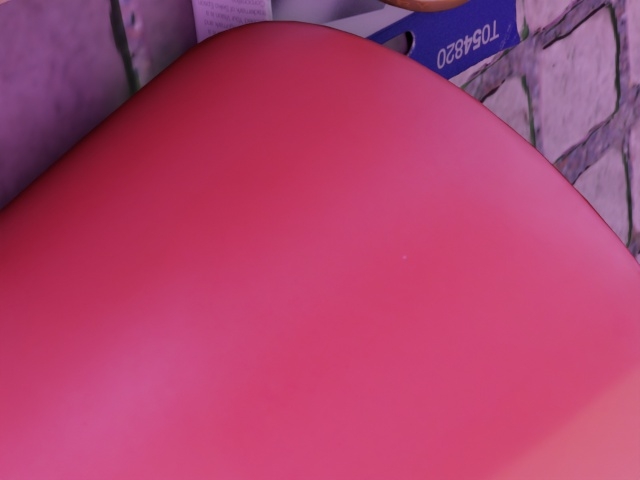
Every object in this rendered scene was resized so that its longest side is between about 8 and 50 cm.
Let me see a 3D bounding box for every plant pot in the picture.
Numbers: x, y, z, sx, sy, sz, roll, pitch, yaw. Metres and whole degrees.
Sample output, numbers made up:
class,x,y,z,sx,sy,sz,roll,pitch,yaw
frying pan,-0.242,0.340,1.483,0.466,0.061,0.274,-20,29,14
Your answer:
class,x,y,z,sx,sy,sz,roll,pitch,yaw
plant pot,-0.050,0.108,0.540,0.243,0.275,0.275,-36,132,-29

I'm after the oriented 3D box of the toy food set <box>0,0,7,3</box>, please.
class,x,y,z,sx,sy,sz,roll,pitch,yaw
toy food set,-0.089,-0.161,0.544,0.132,0.038,0.192,-35,130,-41

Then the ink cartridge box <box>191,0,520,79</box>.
class,x,y,z,sx,sy,sz,roll,pitch,yaw
ink cartridge box,0.032,-0.143,0.711,0.223,0.045,0.224,-33,129,-43

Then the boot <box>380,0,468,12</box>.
class,x,y,z,sx,sy,sz,roll,pitch,yaw
boot,0.072,-0.214,0.553,0.262,0.095,0.203,-62,173,-7
